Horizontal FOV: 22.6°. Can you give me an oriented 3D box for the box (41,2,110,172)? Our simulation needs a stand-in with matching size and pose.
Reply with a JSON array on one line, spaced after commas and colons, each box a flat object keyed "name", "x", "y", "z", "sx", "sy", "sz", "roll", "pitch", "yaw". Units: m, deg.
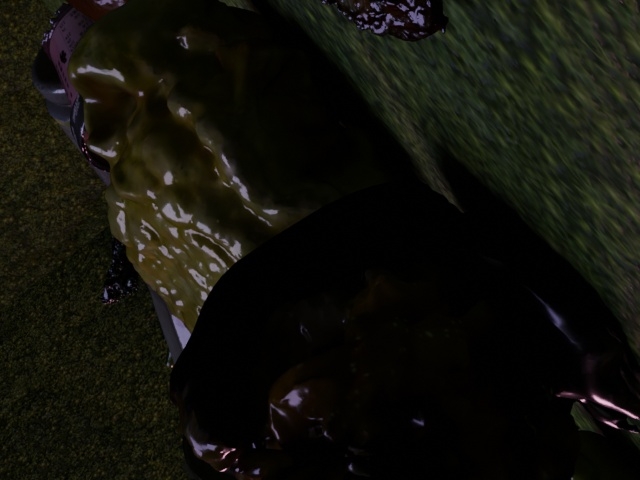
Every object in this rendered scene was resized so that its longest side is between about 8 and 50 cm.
[{"name": "box", "x": -0.183, "y": -0.162, "z": 1.521, "sx": 0.135, "sy": 0.151, "sz": 0.151, "roll": 58, "pitch": 179, "yaw": 27}]

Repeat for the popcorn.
[{"name": "popcorn", "x": -0.036, "y": -0.027, "z": 1.069, "sx": 0.225, "sy": 0.173, "sz": 0.286, "roll": 20, "pitch": 141, "yaw": 51}]

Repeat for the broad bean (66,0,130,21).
[{"name": "broad bean", "x": -0.189, "y": -0.241, "z": 1.344, "sx": 0.165, "sy": 0.084, "sz": 0.114, "roll": 37, "pitch": 161, "yaw": 46}]

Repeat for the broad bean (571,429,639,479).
[{"name": "broad bean", "x": 0.196, "y": 0.188, "z": 1.023, "sx": 0.174, "sy": 0.082, "sz": 0.124, "roll": 37, "pitch": 169, "yaw": 28}]

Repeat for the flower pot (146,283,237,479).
[{"name": "flower pot", "x": -0.062, "y": 0.104, "z": 1.728, "sx": 0.290, "sy": 0.290, "sz": 0.259, "roll": 44, "pitch": 161, "yaw": 56}]

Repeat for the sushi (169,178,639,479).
[{"name": "sushi", "x": 0.045, "y": 0.083, "z": 0.872, "sx": 0.213, "sy": 0.204, "sz": 0.200, "roll": 49, "pitch": 173, "yaw": -35}]

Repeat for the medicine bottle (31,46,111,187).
[{"name": "medicine bottle", "x": -0.178, "y": -0.105, "z": 1.796, "sx": 0.322, "sy": 0.151, "sz": 0.151, "roll": 55, "pitch": 174, "yaw": -37}]

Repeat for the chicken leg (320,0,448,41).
[{"name": "chicken leg", "x": 0.003, "y": -0.135, "z": 0.660, "sx": 0.145, "sy": 0.037, "sz": 0.062, "roll": 48, "pitch": 152, "yaw": 27}]

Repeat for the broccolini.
[{"name": "broccolini", "x": -0.189, "y": 0.072, "z": 1.792, "sx": 0.062, "sy": 0.123, "sz": 0.271, "roll": 31, "pitch": 149, "yaw": 29}]
